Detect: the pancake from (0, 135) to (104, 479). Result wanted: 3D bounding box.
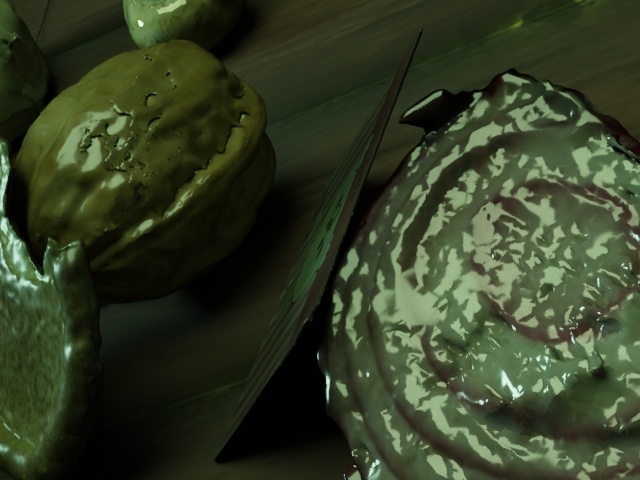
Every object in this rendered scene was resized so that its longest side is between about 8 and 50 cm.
[{"bbox_3d":[-0.238,0.047,1.047,0.033,0.288,0.286,-7,-13,-32],"label":"pancake"}]

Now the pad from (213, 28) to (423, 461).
[{"bbox_3d":[-0.001,0.000,1.003,0.202,0.005,0.300,-57,9,49],"label":"pad"}]

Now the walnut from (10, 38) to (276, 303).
[{"bbox_3d":[-0.141,-0.055,1.128,0.198,0.198,0.245,6,48,41],"label":"walnut"}]

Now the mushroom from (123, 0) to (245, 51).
[{"bbox_3d":[-0.144,-0.255,1.447,0.148,0.112,0.148,-18,30,10],"label":"mushroom"}]

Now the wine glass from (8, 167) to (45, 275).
[{"bbox_3d":[-0.328,0.019,1.260,0.183,0.122,0.122,-24,35,22],"label":"wine glass"}]

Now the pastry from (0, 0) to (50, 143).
[{"bbox_3d":[-0.426,-0.171,1.544,0.265,0.133,0.265,-21,32,14],"label":"pastry"}]

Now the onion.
[{"bbox_3d":[0.140,0.067,0.822,0.280,0.146,0.314,-51,53,8],"label":"onion"}]
